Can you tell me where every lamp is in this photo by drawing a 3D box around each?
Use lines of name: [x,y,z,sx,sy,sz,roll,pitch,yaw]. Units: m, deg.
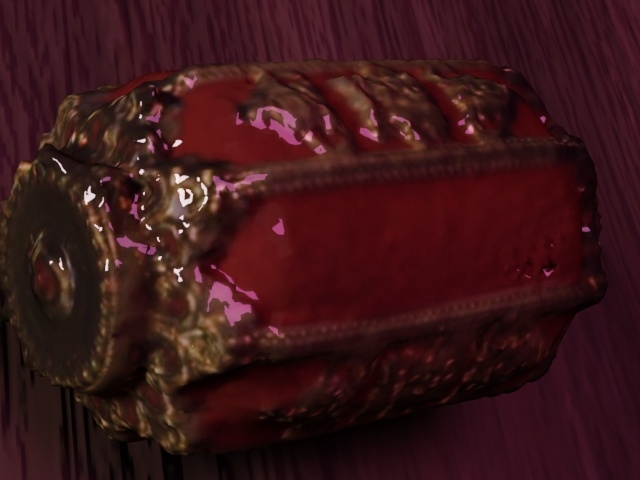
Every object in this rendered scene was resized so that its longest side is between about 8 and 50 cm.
lamp: [0.000,0.000,0.629,0.274,0.177,0.177,-5,58,-37]
